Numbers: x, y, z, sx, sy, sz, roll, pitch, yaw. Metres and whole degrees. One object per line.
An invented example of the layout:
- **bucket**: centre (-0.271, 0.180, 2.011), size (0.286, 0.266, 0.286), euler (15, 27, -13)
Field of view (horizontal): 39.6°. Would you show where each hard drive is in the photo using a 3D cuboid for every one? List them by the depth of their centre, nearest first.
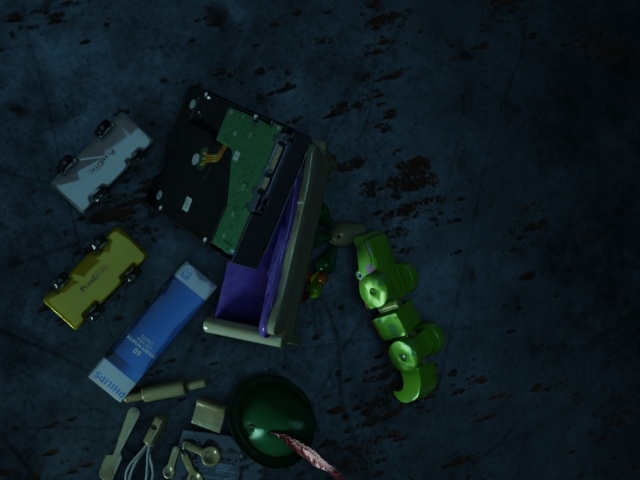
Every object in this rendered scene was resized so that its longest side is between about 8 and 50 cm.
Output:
- **hard drive**: centre (-0.167, -0.117, 1.522), size (0.064, 0.339, 0.237), euler (18, 97, -39)
- **hard drive**: centre (-0.199, 0.482, 1.644), size (0.171, 0.054, 0.255), euler (9, 85, -10)

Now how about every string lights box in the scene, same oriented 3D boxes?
- **string lights box**: centre (-0.299, 0.159, 1.597), size (0.076, 0.133, 0.260), euler (41, 81, -7)

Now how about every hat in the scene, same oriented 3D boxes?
- **hat**: centre (-0.039, 0.319, 1.590), size (0.208, 0.183, 0.173), euler (40, 58, -11)

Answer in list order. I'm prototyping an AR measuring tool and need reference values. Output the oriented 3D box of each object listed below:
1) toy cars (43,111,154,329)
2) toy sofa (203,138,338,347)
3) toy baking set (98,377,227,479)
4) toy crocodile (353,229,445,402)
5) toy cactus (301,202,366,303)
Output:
- **toy cars**: centre (-0.399, -0.035, 1.614), size (0.176, 0.087, 0.394), euler (3, 84, -11)
- **toy sofa**: centre (-0.090, -0.005, 1.543), size (0.150, 0.177, 0.363), euler (10, 83, 16)
- **toy baking set**: centre (-0.290, 0.354, 1.611), size (0.256, 0.030, 0.197), euler (-8, 76, 10)
- **toy crocodile**: centre (0.142, 0.144, 1.701), size (0.115, 0.105, 0.341), euler (-27, 95, -50)
- **toy cactus**: centre (0.000, 0.000, 1.691), size (0.180, 0.112, 0.219), euler (-10, 87, -30)
